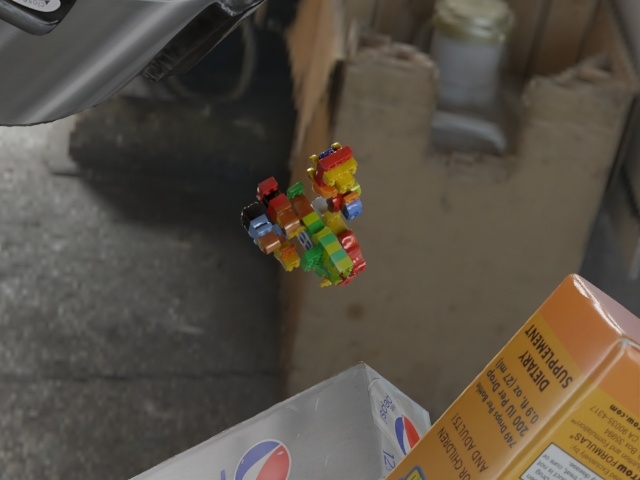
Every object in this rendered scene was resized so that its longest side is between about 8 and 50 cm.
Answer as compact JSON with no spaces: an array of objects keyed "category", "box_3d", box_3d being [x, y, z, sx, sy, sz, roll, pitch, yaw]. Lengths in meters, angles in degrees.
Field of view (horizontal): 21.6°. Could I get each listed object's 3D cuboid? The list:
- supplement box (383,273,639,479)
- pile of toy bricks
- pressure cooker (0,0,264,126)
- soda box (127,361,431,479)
[{"category":"supplement box","box_3d":[0.077,0.133,0.784,0.080,0.233,0.078,34,12,-24]},{"category":"pile of toy bricks","box_3d":[0.000,0.000,1.593,0.118,0.212,0.105,-30,76,-15]},{"category":"pressure cooker","box_3d":[-0.173,-0.296,1.119,0.375,0.420,0.370,-17,83,-37]},{"category":"soda box","box_3d":[-0.056,0.199,1.169,0.091,0.286,0.098,40,30,-43]}]
